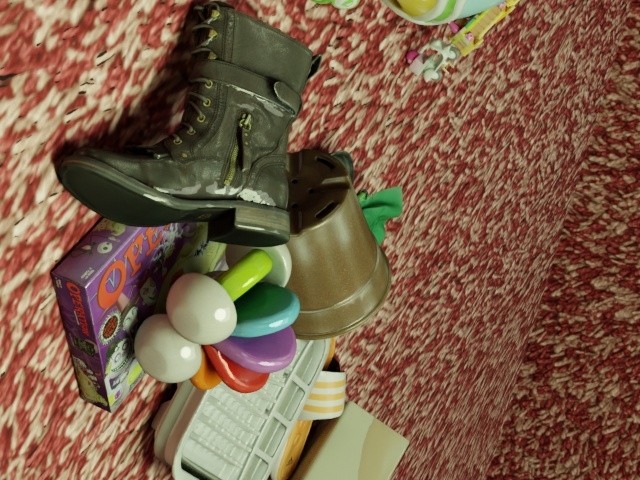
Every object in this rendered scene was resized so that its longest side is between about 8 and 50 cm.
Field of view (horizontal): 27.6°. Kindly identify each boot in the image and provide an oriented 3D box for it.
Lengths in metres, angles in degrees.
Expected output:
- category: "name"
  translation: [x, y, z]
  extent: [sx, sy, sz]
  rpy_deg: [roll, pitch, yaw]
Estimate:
- category: "boot"
  translation: [-0.119, -0.124, 1.252]
  extent: [0.263, 0.091, 0.229]
  rpy_deg: [15, 72, -35]

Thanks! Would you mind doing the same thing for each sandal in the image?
- category: "sandal"
  translation: [-0.003, 0.261, 1.987]
  extent: [0.102, 0.076, 0.265]
  rpy_deg: [-22, 131, -63]

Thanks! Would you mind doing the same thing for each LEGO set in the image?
- category: "LEGO set"
  translation: [0.213, -0.352, 1.919]
  extent: [0.132, 0.107, 0.287]
  rpy_deg: [-39, -172, 41]

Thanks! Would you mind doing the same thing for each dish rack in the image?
- category: "dish rack"
  translation: [-0.104, 0.191, 1.669]
  extent: [0.285, 0.072, 0.333]
  rpy_deg: [-62, 159, -12]

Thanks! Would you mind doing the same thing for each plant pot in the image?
- category: "plant pot"
  translation: [-0.015, -0.004, 1.457]
  extent: [0.167, 0.167, 0.165]
  rpy_deg: [-55, 148, -30]

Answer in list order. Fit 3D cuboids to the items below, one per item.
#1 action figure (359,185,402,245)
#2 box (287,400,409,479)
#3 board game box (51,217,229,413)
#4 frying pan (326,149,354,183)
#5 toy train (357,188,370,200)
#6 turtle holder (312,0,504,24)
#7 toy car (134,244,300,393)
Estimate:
- category: "action figure"
  translation: [0.035, -0.016, 1.683]
  extent: [0.137, 0.063, 0.232]
  rpy_deg: [-70, 163, 7]
- category: "box"
  translation: [-0.003, 0.417, 2.019]
  extent: [0.311, 0.121, 0.148]
  rpy_deg: [-57, -174, -24]
- category: "board game box"
  translation: [-0.150, -0.004, 1.389]
  extent: [0.347, 0.056, 0.208]
  rpy_deg: [-52, 151, -35]
- category: "frying pan"
  translation: [0.009, -0.028, 1.756]
  extent: [0.197, 0.053, 0.326]
  rpy_deg: [-70, 162, 7]
- category: "toy train"
  translation: [0.048, -0.046, 1.884]
  extent: [0.083, 0.017, 0.023]
  rpy_deg: [-50, 143, -40]
- category: "turtle holder"
  translation: [0.144, -0.353, 1.493]
  extent: [0.320, 0.243, 0.227]
  rpy_deg: [-61, 178, -42]
- category: "toy car"
  translation: [-0.089, 0.088, 1.333]
  extent: [0.182, 0.136, 0.159]
  rpy_deg: [-48, 175, 40]
